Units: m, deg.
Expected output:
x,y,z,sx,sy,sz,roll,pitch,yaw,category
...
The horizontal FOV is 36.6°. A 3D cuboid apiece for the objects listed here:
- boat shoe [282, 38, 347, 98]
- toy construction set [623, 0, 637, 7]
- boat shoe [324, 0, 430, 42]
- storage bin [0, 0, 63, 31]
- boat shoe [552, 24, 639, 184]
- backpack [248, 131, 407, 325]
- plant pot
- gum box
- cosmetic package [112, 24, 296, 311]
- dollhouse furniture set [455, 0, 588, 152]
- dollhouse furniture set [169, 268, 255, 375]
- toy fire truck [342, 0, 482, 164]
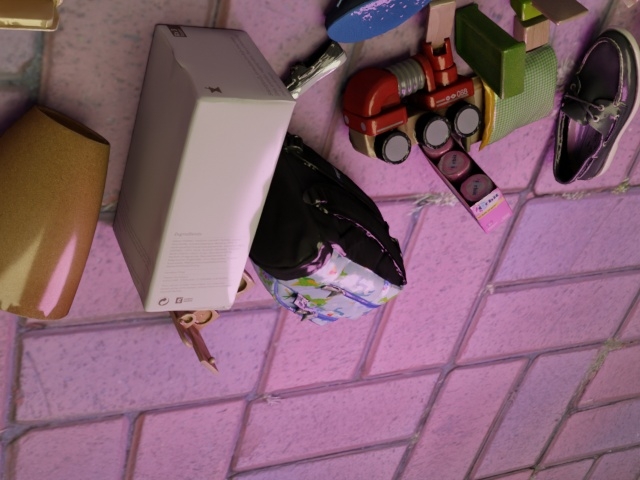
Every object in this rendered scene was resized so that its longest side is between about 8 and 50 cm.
x,y,z,sx,sy,sz,roll,pitch,yaw,category
-0.025,-0.266,1.526,0.142,0.049,0.040,-35,118,1,boat shoe
0.637,-0.350,1.736,0.237,0.257,0.309,-38,118,24,toy construction set
0.117,-0.389,1.456,0.258,0.089,0.109,-26,155,22,boat shoe
-0.415,-0.392,1.120,0.260,0.123,0.262,-3,129,-28,storage bin
0.496,-0.236,1.798,0.113,0.127,0.340,-27,148,-24,boat shoe
0.000,0.000,1.637,0.355,0.290,0.273,15,129,-46,backpack
-0.412,-0.055,1.383,0.237,0.237,0.254,23,98,-42,plant pot
0.255,-0.114,1.727,0.062,0.188,0.107,-38,145,5,gum box
-0.187,-0.104,1.454,0.156,0.217,0.385,0,131,-30,cosmetic package
0.353,-0.266,1.661,0.197,0.151,0.301,-22,136,-14,dollhouse furniture set
-0.183,0.126,1.729,0.151,0.123,0.144,-36,137,3,dollhouse furniture set
0.148,-0.268,1.571,0.217,0.158,0.246,-22,117,-19,toy fire truck
